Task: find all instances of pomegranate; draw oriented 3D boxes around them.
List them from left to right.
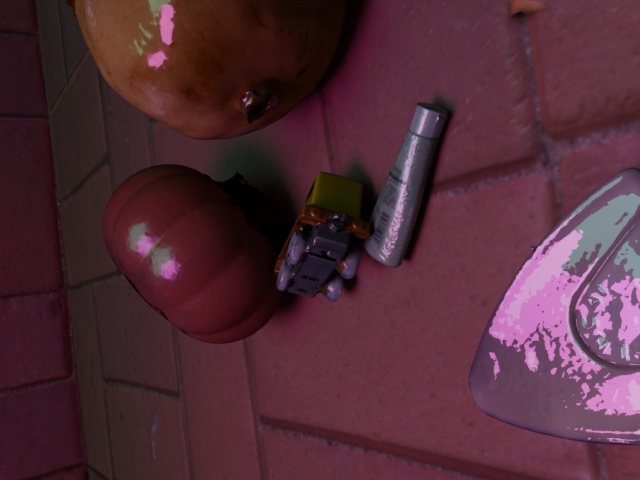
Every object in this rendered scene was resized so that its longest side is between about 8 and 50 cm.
[{"bbox_3d":[-0.129,-0.291,0.711,0.332,0.332,0.332,9,102,53],"label":"pomegranate"}]

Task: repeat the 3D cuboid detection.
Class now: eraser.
[{"bbox_3d":[0.229,0.088,0.487,0.243,0.059,0.204,-45,59,42],"label":"eraser"}]

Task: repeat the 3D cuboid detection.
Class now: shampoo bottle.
[{"bbox_3d":[0.098,-0.065,0.658,0.069,0.041,0.190,54,135,52],"label":"shampoo bottle"}]

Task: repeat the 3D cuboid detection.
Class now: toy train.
[{"bbox_3d":[0.000,0.000,0.745,0.219,0.089,0.127,119,164,-58],"label":"toy train"}]

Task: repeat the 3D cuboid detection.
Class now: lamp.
[{"bbox_3d":[-0.178,0.008,0.872,0.305,0.239,0.305,43,170,9],"label":"lamp"}]

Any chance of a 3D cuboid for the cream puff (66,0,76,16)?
[{"bbox_3d":[-0.394,-0.511,1.125,0.303,0.212,0.303,1,91,57],"label":"cream puff"}]
